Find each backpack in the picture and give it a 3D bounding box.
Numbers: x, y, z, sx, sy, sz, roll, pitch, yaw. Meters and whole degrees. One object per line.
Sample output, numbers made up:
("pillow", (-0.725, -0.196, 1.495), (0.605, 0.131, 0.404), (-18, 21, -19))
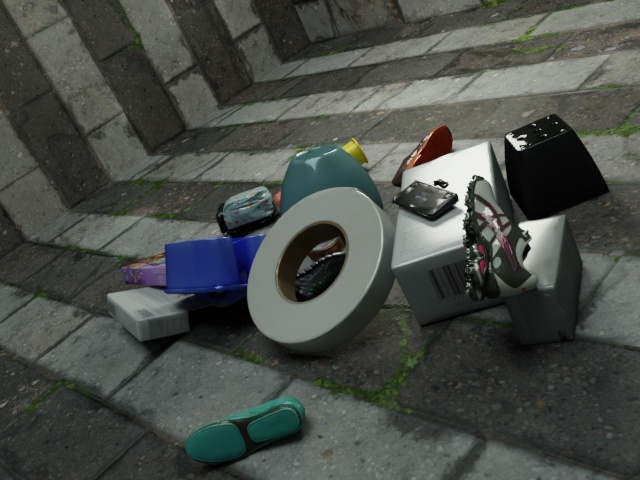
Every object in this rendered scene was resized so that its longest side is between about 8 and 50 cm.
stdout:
("backpack", (-0.234, -0.097, 2.396), (0.182, 0.115, 0.152), (-19, 23, 11))

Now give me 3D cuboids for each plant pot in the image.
("plant pot", (0.524, -0.181, 1.745), (0.187, 0.167, 0.188), (-22, 24, 8))
("plant pot", (0.010, -0.153, 2.100), (0.290, 0.195, 0.290), (-14, 19, 5))

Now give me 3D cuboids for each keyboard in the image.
("keyboard", (0.237, -0.096, 1.648), (0.108, 0.023, 0.180), (-40, 26, -9))

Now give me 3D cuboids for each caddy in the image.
("caddy", (-0.261, 0.084, 1.951), (0.241, 0.179, 0.341), (-4, -1, -37))

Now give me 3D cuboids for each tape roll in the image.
("tape roll", (0.000, 0.061, 1.700), (0.392, 0.072, 0.392), (-23, 49, 30))

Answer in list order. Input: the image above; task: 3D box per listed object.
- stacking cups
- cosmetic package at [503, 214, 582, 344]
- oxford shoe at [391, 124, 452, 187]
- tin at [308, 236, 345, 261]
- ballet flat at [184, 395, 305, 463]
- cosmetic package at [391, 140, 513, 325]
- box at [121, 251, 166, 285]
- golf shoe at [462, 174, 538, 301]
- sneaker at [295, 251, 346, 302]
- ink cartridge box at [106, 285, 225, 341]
("stacking cups", (-0.001, -0.196, 2.397), (0.316, 0.096, 0.096), (-35, 25, 1))
("cosmetic package", (0.417, 0.070, 1.404), (0.107, 0.127, 0.238), (-10, 28, 32))
("oxford shoe", (0.295, -0.247, 2.193), (0.098, 0.097, 0.271), (-8, 30, 47))
("tin", (0.000, 0.000, 2.068), (0.106, 0.040, 0.190), (-34, 25, -6))
("ballet flat", (-0.138, 0.364, 1.455), (0.247, 0.083, 0.087), (-21, 1, 12))
("cosmetic package", (0.301, -0.030, 1.671), (0.230, 0.161, 0.453), (-18, 26, 20))
("box", (-0.422, 0.077, 2.236), (0.293, 0.057, 0.201), (-1, 15, 43))
("golf shoe", (0.317, -0.006, 1.365), (0.120, 0.105, 0.273), (-1, 51, 7))
("sneaker", (-0.011, 0.112, 1.841), (0.224, 0.083, 0.098), (-25, 52, -1))
("ink cartridge box", (-0.421, 0.184, 2.089), (0.261, 0.066, 0.296), (-10, 15, -29))
